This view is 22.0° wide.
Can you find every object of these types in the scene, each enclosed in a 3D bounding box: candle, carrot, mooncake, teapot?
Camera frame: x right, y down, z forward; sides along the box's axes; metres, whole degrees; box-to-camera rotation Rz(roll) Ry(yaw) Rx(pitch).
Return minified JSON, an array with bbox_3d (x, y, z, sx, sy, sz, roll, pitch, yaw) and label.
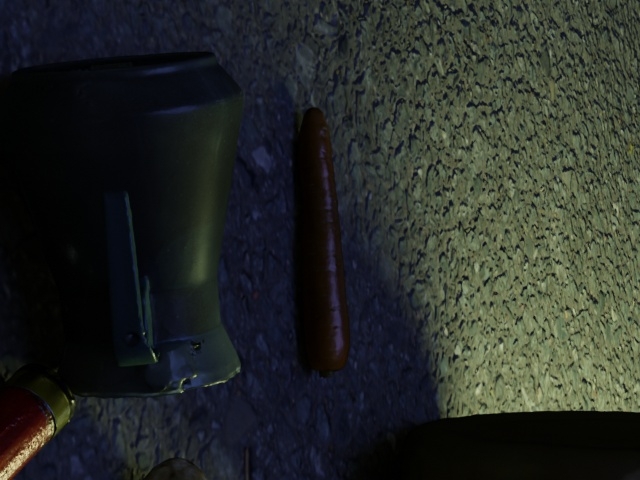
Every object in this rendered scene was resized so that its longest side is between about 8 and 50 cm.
[{"bbox_3d":[-0.212,0.134,1.070,0.131,0.052,0.052,-50,127,-51],"label":"candle"},{"bbox_3d":[0.000,0.000,1.485,0.043,0.043,0.248,12,72,-59],"label":"carrot"},{"bbox_3d":[0.257,0.274,1.556,0.378,0.378,0.201,-2,92,-61],"label":"mooncake"},{"bbox_3d":[-0.129,-0.010,1.123,0.203,0.171,0.225,-104,-172,-80],"label":"teapot"}]

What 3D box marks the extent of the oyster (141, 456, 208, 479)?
[{"bbox_3d":[-0.066,0.306,1.262,0.294,0.094,0.166,62,27,-44],"label":"oyster"}]
